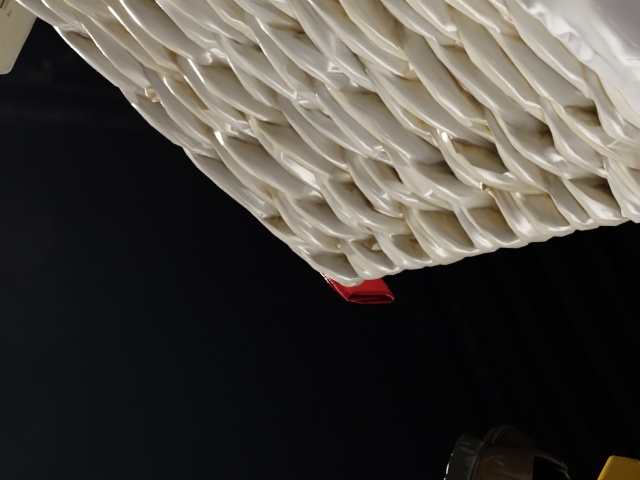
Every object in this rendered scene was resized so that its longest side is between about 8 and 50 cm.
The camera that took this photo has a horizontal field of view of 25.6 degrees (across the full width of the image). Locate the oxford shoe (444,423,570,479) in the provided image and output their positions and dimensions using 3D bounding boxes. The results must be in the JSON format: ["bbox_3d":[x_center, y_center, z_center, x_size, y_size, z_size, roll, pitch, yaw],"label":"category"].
[{"bbox_3d":[0.184,0.222,1.304,0.096,0.083,0.227,13,2,18],"label":"oxford shoe"}]

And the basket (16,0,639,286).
[{"bbox_3d":[0.034,-0.206,0.482,0.328,0.331,0.266,-56,18,-27],"label":"basket"}]

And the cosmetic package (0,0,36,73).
[{"bbox_3d":[-0.317,-0.234,0.891,0.129,0.296,0.153,-63,-21,7],"label":"cosmetic package"}]

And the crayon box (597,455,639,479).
[{"bbox_3d":[0.198,0.196,0.602,0.318,0.081,0.202,8,29,26],"label":"crayon box"}]

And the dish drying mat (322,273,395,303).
[{"bbox_3d":[0.000,0.000,0.636,0.032,0.083,0.008,1,-53,-43],"label":"dish drying mat"}]
